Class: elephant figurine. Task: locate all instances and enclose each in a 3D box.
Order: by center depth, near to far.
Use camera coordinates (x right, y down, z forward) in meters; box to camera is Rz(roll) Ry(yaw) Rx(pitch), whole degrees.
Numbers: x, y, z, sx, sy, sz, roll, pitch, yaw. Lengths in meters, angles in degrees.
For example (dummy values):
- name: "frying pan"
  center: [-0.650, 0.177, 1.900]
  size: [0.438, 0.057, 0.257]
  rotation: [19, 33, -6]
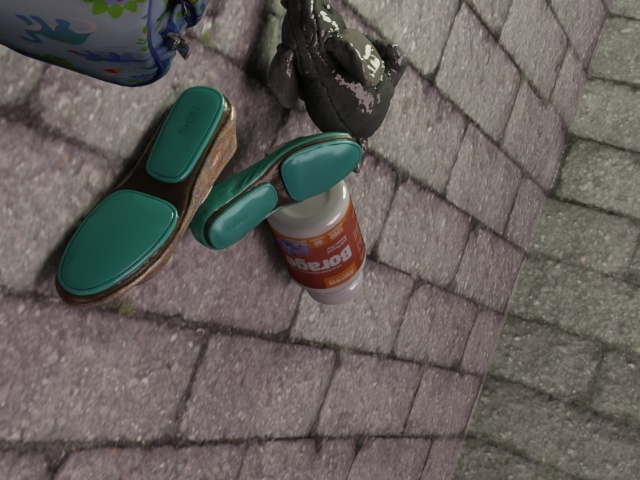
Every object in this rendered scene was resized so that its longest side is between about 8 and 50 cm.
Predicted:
- name: "elephant figurine"
  center: [-0.001, -0.236, 1.462]
  size: [0.169, 0.186, 0.239]
  rotation: [-50, 151, 2]

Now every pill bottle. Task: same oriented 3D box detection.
- name: "pill bottle"
  center: [0.000, 0.000, 1.650]
  size: [0.121, 0.121, 0.216]
  rotation: [-59, 152, -25]

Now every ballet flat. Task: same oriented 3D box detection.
- name: "ballet flat"
  center: [-0.179, -0.032, 1.281]
  size: [0.316, 0.107, 0.106]
  rotation: [-57, 159, -27]
- name: "ballet flat"
  center: [-0.066, -0.078, 1.446]
  size: [0.247, 0.087, 0.083]
  rotation: [-33, 131, -20]

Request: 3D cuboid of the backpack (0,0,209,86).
- name: "backpack"
  center: [-0.197, -0.249, 0.882]
  size: [0.355, 0.290, 0.273]
  rotation: [-83, -175, -74]
